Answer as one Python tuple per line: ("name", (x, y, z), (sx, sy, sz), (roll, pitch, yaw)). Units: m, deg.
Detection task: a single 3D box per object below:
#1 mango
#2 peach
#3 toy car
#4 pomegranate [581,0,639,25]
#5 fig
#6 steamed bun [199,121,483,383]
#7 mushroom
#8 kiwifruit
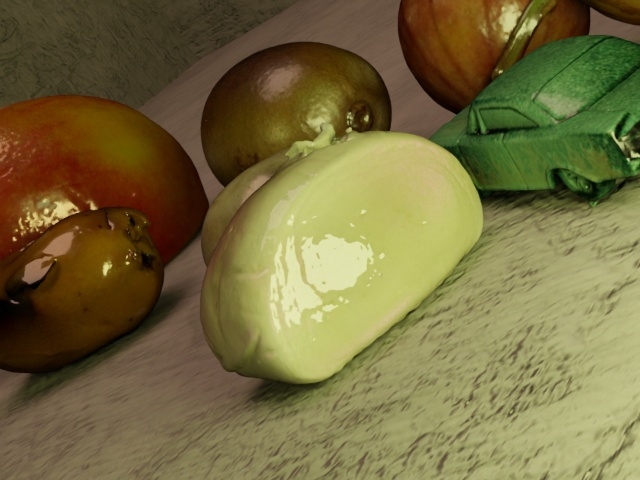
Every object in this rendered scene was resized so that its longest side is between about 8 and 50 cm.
("mango", (-0.303, 0.061, 1.561), (0.287, 0.152, 0.201), (-26, 19, 33))
("peach", (-0.356, -0.052, 1.786), (0.380, 0.306, 0.242), (-36, 6, -28))
("toy car", (0.197, -0.105, 1.073), (0.141, 0.097, 0.321), (-38, 15, -17))
("pomegranate", (0.317, -0.322, 1.169), (0.264, 0.264, 0.264), (-32, 14, 9))
("fig", (0.172, -0.203, 1.309), (0.205, 0.205, 0.205), (-32, 14, 9))
("steamed bun", (0.000, 0.000, 1.064), (0.239, 0.152, 0.170), (-38, 13, -25))
("mushroom", (-0.033, -0.010, 1.248), (0.166, 0.127, 0.166), (-34, -9, -7))
("kiwifruit", (-0.025, -0.131, 1.492), (0.196, 0.196, 0.234), (-41, 22, -26))
